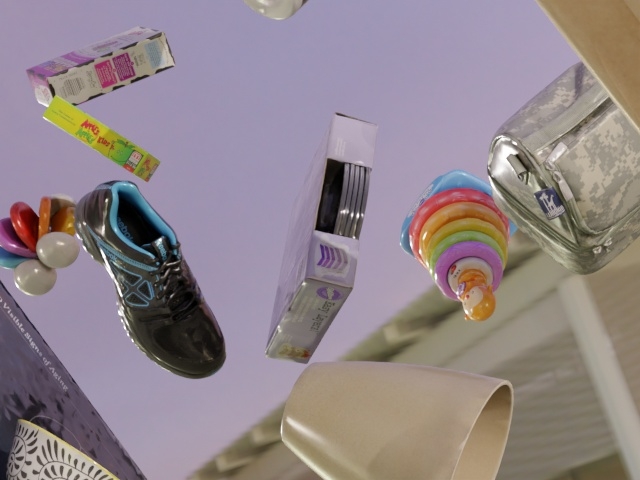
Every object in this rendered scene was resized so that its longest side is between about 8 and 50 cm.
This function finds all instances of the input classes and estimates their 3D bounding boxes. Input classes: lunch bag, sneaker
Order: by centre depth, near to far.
[{"bbox_3d":[0.367,-0.135,1.803,0.305,0.212,0.256,-40,-27,-9],"label":"lunch bag"},{"bbox_3d":[-0.252,0.062,2.102,0.125,0.341,0.139,-38,4,-30],"label":"sneaker"}]

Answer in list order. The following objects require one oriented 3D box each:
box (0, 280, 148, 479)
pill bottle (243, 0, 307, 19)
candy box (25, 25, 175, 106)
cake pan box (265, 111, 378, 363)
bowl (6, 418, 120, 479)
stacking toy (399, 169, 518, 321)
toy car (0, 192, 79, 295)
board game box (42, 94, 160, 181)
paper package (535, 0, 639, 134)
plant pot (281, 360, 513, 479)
[{"bbox_3d":[-0.443,0.295,1.524,0.297,0.480,0.472,-26,24,12],"label":"box"},{"bbox_3d":[-0.017,-0.390,1.790,0.208,0.119,0.119,-48,-1,-26],"label":"pill bottle"},{"bbox_3d":[-0.400,-0.313,2.516,0.233,0.071,0.159,-25,21,-18],"label":"candy box"},{"bbox_3d":[0.000,0.000,1.797,0.070,0.246,0.267,12,-30,-8],"label":"cake pan box"},{"bbox_3d":[-0.253,0.258,1.374,0.080,0.170,0.170,-56,-5,-18],"label":"bowl"},{"bbox_3d":[0.228,0.037,2.147,0.165,0.302,0.175,29,-66,-16],"label":"stacking toy"},{"bbox_3d":[-0.513,-0.004,2.466,0.136,0.159,0.182,27,-59,-29],"label":"toy car"},{"bbox_3d":[-0.353,-0.164,2.245,0.043,0.181,0.092,-58,-8,-2],"label":"board game box"},{"bbox_3d":[0.248,-0.218,1.029,0.168,0.309,0.325,-38,19,18],"label":"paper package"},{"bbox_3d":[0.094,0.271,1.926,0.274,0.256,0.256,19,-3,21],"label":"plant pot"}]
